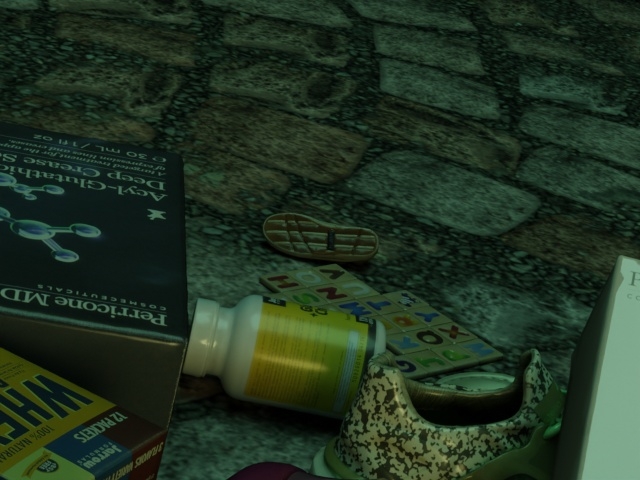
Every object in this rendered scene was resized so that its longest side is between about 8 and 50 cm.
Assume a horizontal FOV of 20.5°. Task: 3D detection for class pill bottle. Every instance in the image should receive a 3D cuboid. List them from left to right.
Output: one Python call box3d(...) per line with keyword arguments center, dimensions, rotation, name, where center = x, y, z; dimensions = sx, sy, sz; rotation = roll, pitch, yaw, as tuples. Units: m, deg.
box3d(center=(-0.035, 0.109, 1.698), dimensions=(0.184, 0.103, 0.103), rotation=(12, 23, -5), name="pill bottle")

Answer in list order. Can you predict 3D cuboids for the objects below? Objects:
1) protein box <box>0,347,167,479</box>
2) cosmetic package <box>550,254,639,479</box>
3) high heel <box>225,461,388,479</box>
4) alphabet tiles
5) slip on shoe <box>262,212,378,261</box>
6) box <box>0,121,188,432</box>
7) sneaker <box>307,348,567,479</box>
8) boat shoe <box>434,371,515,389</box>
box3d(center=(-0.243, 0.198, 1.247), dimensions=(0.201, 0.200, 0.136), rotation=(23, 25, 21), name="protein box")
box3d(center=(0.283, 0.220, 1.357), dimensions=(0.217, 0.156, 0.385), rotation=(14, 53, 2), name="cosmetic package")
box3d(center=(-0.100, 0.281, 1.316), dimensions=(0.181, 0.127, 0.377), rotation=(-6, 13, 35), name="high heel")
box3d(center=(0.051, 0.086, 1.925), dimensions=(0.198, 0.009, 0.237), rotation=(-9, 32, -42), name="alphabet tiles")
box3d(center=(0.000, 0.000, 2.060), dimensions=(0.135, 0.051, 0.041), rotation=(5, -17, 0), name="slip on shoe")
box3d(center=(-0.278, 0.062, 1.532), dimensions=(0.293, 0.212, 0.395), rotation=(10, 24, -10), name="box")
box3d(center=(0.196, 0.190, 1.539), dimensions=(0.410, 0.182, 0.158), rotation=(8, 23, -14), name="sneaker")
box3d(center=(0.213, 0.188, 1.709), dimensions=(0.228, 0.068, 0.081), rotation=(14, 62, 10), name="boat shoe")
